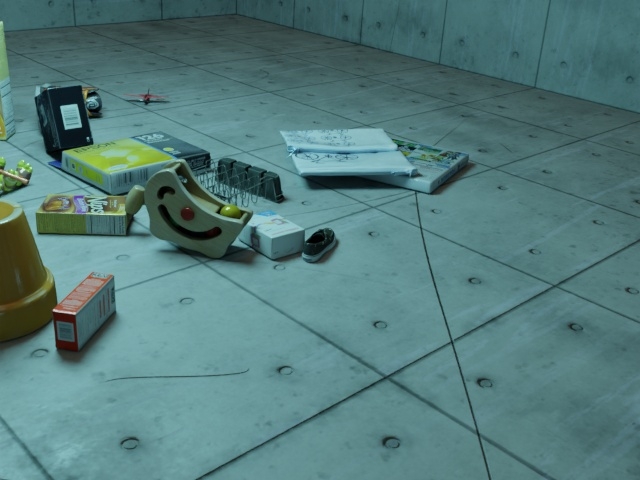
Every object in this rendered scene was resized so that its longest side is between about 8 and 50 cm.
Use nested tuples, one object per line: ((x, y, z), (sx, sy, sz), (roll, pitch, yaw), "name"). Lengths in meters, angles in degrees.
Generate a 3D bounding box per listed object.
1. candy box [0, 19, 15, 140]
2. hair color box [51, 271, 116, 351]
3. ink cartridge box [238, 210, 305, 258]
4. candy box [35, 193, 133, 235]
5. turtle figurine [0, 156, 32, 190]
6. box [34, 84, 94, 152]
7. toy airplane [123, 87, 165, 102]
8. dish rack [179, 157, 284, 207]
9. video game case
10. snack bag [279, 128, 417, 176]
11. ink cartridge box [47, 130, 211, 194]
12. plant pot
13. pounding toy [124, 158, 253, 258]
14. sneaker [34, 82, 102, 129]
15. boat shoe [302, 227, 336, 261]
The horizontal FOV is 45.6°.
((-0.958, -0.441, 2.091), (0.182, 0.317, 0.088), (3, 26, -1), "candy box")
((-0.388, 0.115, 1.262), (0.043, 0.072, 0.141), (8, 24, 9), "hair color box")
((-0.103, -0.013, 1.602), (0.088, 0.052, 0.122), (-17, 33, -38), "ink cartridge box")
((-0.504, -0.057, 1.643), (0.186, 0.053, 0.109), (3, 24, -6), "candy box")
((-0.748, -0.134, 1.734), (0.269, 0.087, 0.217), (-1, 16, 10), "turtle figurine")
((-0.675, -0.316, 2.003), (0.093, 0.156, 0.158), (-14, 8, -31), "box")
((-0.592, -0.489, 2.591), (0.151, 0.028, 0.151), (4, 24, -2), "toy airplane")
((-0.241, -0.121, 1.798), (0.208, 0.074, 0.271), (19, 31, 33), "dish rack")
((0.208, -0.221, 2.116), (0.328, 0.036, 0.300), (15, 27, 25), "video game case")
((0.064, -0.242, 2.058), (0.322, 0.037, 0.343), (-1, 25, -9), "snack bag")
((-0.496, -0.218, 1.975), (0.307, 0.072, 0.303), (26, 33, 36), "ink cartridge box")
((-0.551, 0.039, 1.266), (0.205, 0.188, 0.205), (3, 25, -1), "plant pot")
((-0.267, -0.087, 1.577), (0.269, 0.154, 0.155), (20, 27, 4), "pounding toy")
((-0.753, -0.415, 2.294), (0.180, 0.125, 0.321), (-3, 25, -11), "sneaker")
((0.000, 0.000, 1.600), (0.049, 0.040, 0.142), (11, 26, 15), "boat shoe")
